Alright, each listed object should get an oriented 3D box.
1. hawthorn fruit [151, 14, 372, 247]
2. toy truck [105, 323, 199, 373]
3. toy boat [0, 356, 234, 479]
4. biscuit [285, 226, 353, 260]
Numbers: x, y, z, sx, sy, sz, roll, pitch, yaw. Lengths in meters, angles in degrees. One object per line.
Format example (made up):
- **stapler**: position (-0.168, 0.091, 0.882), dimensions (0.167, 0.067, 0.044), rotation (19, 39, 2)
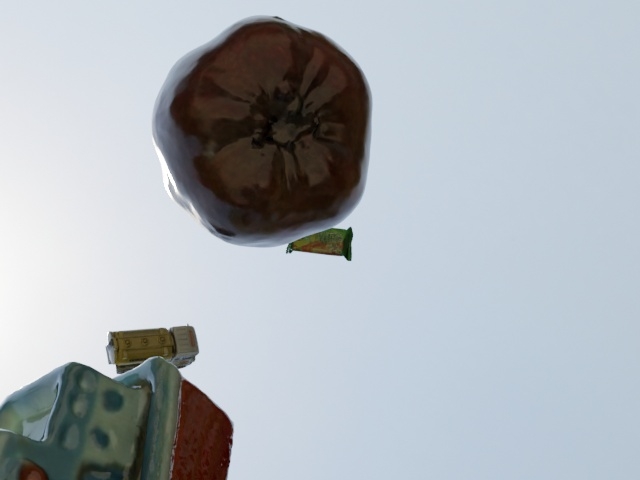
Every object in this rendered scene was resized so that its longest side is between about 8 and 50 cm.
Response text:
- **hawthorn fruit**: position (-0.056, -0.100, 1.116), dimensions (0.208, 0.248, 0.208), rotation (-1, -86, -12)
- **toy truck**: position (-0.216, 0.137, 1.528), dimensions (0.123, 0.063, 0.052), rotation (-3, -112, -29)
- **toy boat**: position (-0.144, 0.208, 0.546), dimensions (0.133, 0.145, 0.332), rotation (33, -130, -31)
- **biscuit**: position (0.000, 0.000, 1.596), dimensions (0.089, 0.016, 0.046), rotation (7, -87, -1)
